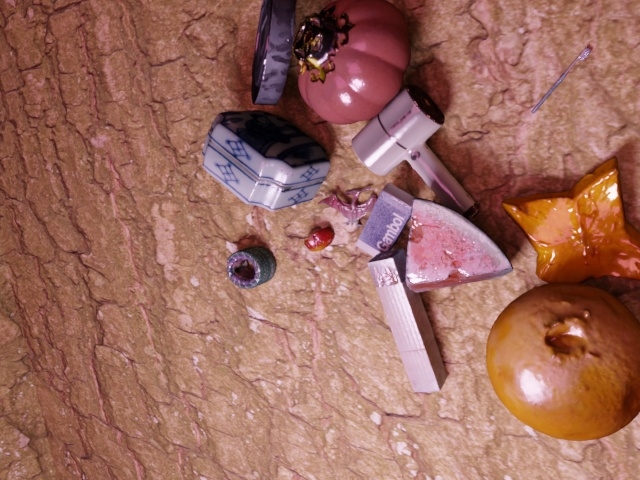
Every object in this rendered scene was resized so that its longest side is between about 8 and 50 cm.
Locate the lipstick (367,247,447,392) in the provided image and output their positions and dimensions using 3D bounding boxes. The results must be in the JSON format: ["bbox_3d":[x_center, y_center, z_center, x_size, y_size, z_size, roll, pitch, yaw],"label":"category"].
[{"bbox_3d":[0.224,0.207,1.431,0.080,0.076,0.371,-13,102,33],"label":"lipstick"}]

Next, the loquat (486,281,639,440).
[{"bbox_3d":[0.504,0.245,1.159,0.329,0.329,0.328,7,104,31],"label":"loquat"}]

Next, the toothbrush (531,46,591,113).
[{"bbox_3d":[0.513,-0.338,1.203,0.014,0.011,0.167,43,119,11],"label":"toothbrush"}]

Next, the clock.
[{"bbox_3d":[-0.122,-0.493,1.419,0.062,0.312,0.312,6,109,-14],"label":"clock"}]

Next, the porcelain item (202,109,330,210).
[{"bbox_3d":[-0.139,-0.219,1.475,0.286,0.282,0.157,40,120,21],"label":"porcelain item"}]

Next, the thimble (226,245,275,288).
[{"bbox_3d":[-0.209,0.081,1.697,0.135,0.090,0.118,-4,98,33],"label":"thimble"}]

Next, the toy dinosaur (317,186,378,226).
[{"bbox_3d":[0.092,-0.091,1.508,0.220,0.032,0.108,5,100,21],"label":"toy dinosaur"}]

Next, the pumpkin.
[{"bbox_3d":[0.565,-0.003,1.195,0.259,0.095,0.290,-25,91,29],"label":"pumpkin"}]

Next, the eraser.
[{"bbox_3d":[0.165,-0.043,1.416,0.092,0.046,0.212,33,138,9],"label":"eraser"}]

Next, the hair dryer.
[{"bbox_3d":[0.259,-0.172,1.347,0.203,0.128,0.362,-41,86,31],"label":"hair dryer"}]

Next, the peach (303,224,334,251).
[{"bbox_3d":[0.000,0.000,1.577,0.083,0.077,0.050,-31,75,-11],"label":"peach"}]

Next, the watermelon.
[{"bbox_3d":[0.291,0.046,1.289,0.262,0.213,0.201,35,87,18],"label":"watermelon"}]

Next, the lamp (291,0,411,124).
[{"bbox_3d":[0.059,-0.425,1.303,0.306,0.240,0.305,-18,67,48],"label":"lamp"}]
